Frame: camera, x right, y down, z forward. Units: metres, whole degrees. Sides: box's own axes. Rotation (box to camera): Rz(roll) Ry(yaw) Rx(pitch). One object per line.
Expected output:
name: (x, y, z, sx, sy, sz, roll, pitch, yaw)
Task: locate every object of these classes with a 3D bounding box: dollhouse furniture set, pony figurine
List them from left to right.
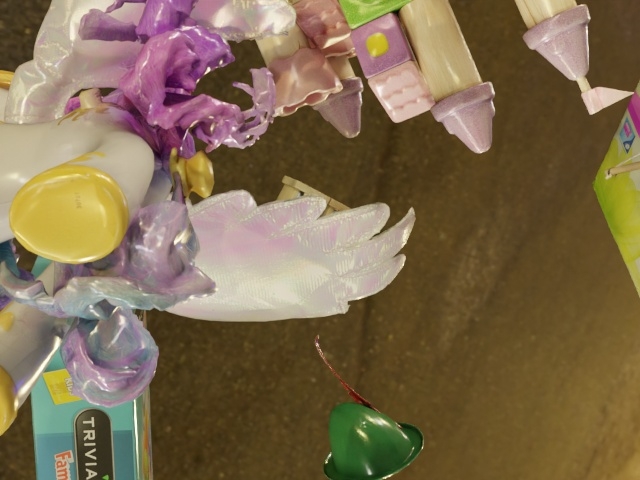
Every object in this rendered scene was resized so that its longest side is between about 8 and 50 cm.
pony figurine: (-0.129, -0.044, 0.563, 0.363, 0.351, 0.302, -82, 165, -67)
dollhouse furniture set: (0.000, 0.000, 1.520, 0.129, 0.184, 0.129, 26, 90, -23)

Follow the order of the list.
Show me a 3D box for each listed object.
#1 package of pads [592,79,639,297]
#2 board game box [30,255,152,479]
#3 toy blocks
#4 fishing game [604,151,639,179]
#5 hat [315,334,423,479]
package of pads: (0.490, -0.051, 1.431, 0.229, 0.101, 0.296, 100, -15, -48)
board game box: (-0.189, 0.155, 0.890, 0.254, 0.079, 0.336, -114, -156, -71)
toy blocks: (0.063, -0.179, 0.828, 0.260, 0.289, 0.309, 69, 19, 1)
fishing game: (0.412, -0.136, 1.028, 0.264, 0.189, 0.041, -36, 97, -16)
hat: (0.050, 0.280, 1.714, 0.173, 0.209, 0.183, -36, 112, -42)
